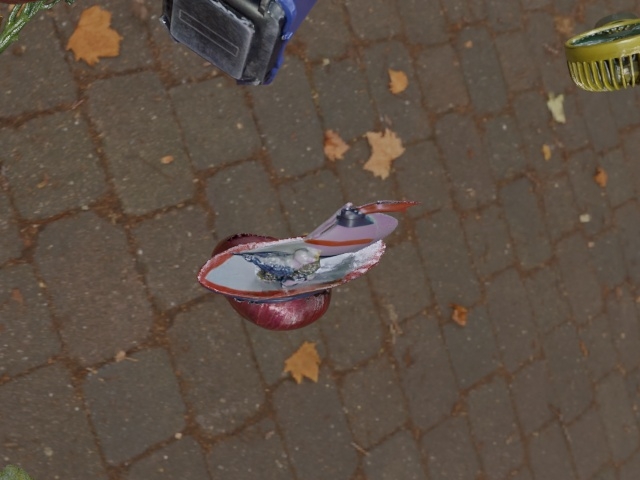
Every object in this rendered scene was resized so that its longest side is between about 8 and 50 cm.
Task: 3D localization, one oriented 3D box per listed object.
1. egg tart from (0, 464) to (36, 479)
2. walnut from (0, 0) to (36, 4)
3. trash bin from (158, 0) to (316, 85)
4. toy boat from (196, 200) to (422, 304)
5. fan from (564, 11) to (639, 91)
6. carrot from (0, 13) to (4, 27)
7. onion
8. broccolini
[{"bbox_3d":[-0.419,0.410,1.044,0.078,0.197,0.197,20,73,-39],"label":"egg tart"},{"bbox_3d":[-0.236,-0.314,0.539,0.269,0.244,0.221,41,16,-4],"label":"walnut"},{"bbox_3d":[-0.062,-0.319,0.880,0.163,0.184,0.234,35,64,0],"label":"trash bin"},{"bbox_3d":[0.013,0.003,0.829,0.219,0.318,0.071,-1,71,-46],"label":"toy boat"},{"bbox_3d":[0.240,-0.154,0.605,0.155,0.082,0.039,-53,130,-59],"label":"fan"},{"bbox_3d":[-0.503,-0.220,1.067,0.067,0.067,0.225,9,114,-40],"label":"carrot"},{"bbox_3d":[-0.099,0.083,1.474,0.248,0.248,0.161,28,92,-35],"label":"onion"},{"bbox_3d":[-0.316,-0.213,0.769,0.054,0.052,0.194,43,90,-21],"label":"broccolini"}]
